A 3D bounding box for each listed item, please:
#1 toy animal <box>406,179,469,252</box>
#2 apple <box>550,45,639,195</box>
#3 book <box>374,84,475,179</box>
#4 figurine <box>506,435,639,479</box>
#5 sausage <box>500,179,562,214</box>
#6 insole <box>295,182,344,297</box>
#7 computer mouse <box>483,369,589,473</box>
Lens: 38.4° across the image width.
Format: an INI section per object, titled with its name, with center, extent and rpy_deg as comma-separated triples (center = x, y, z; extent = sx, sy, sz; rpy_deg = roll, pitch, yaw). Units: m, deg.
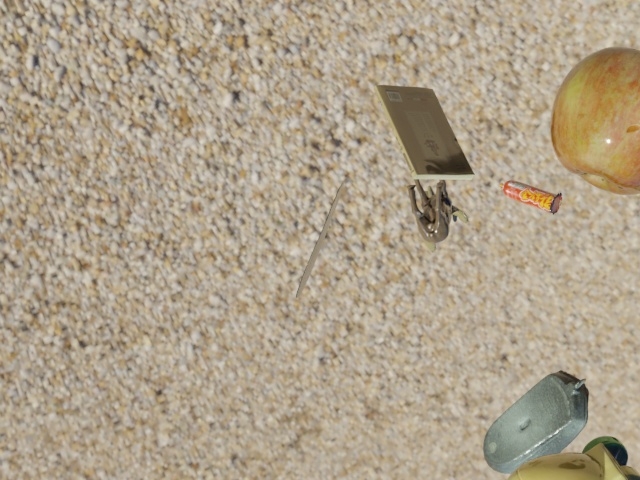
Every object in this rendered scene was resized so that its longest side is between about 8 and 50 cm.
[toy animal]
center = 0.213, -0.051, 1.712
extent = 0.093, 0.214, 0.186
rpy_deg = -13, 116, 18
[apple]
center = 0.396, -0.155, 1.209
extent = 0.188, 0.188, 0.174
rpy_deg = 25, 88, -45
[book]
center = 0.182, -0.191, 1.622
extent = 0.138, 0.199, 0.016
rpy_deg = -2, 149, -34
[figurine]
center = 0.345, 0.389, 1.147
extent = 0.222, 0.124, 0.324
rpy_deg = -40, 113, 8
[sausage]
center = 0.443, -0.100, 1.961
extent = 0.048, 0.145, 0.050
rpy_deg = -24, 126, -37
[insole]
center = 0.001, 0.000, 1.704
extent = 0.080, 0.003, 0.232
rpy_deg = 20, 92, -82
[computer mouse]
center = 0.363, 0.300, 1.506
extent = 0.068, 0.113, 0.229
rpy_deg = 25, 122, -35
